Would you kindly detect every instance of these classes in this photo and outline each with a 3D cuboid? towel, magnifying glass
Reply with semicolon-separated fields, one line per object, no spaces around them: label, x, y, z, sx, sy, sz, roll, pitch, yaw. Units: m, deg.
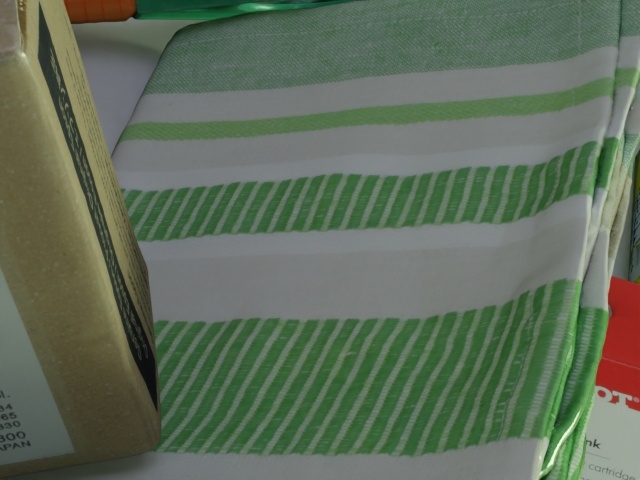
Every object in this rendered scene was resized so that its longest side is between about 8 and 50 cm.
towel;0.000;0.000;0.633;0.248;0.038;0.325;-4;41;22
magnifying glass;-0.067;-0.118;0.781;0.231;0.092;0.026;-3;91;-12

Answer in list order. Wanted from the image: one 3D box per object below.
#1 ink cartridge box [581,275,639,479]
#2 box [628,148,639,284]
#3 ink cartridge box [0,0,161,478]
ink cartridge box;0.072;0.110;0.609;0.134;0.078;0.231;17;46;-5
box;0.203;0.004;0.779;0.105;0.043;0.179;18;48;-3
ink cartridge box;-0.181;0.001;0.494;0.234;0.193;0.088;-10;51;0
